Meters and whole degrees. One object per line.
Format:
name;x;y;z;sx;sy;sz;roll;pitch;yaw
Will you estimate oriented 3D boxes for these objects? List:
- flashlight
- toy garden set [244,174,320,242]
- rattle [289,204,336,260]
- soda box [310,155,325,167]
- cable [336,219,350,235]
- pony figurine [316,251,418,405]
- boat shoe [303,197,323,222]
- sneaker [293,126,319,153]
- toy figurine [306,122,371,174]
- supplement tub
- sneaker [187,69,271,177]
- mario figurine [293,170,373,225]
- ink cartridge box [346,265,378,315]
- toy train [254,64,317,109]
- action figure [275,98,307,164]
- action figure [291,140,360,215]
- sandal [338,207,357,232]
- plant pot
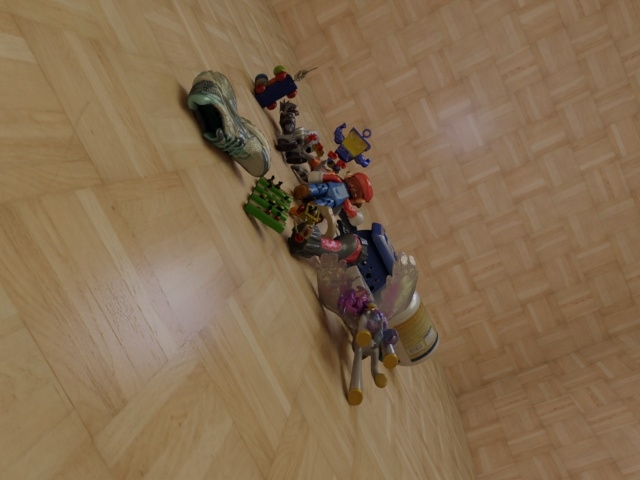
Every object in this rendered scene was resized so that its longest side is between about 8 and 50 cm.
flashlight;0.030;0.008;1.548;0.304;0.103;0.103;19;44;-52
toy garden set;-0.084;-0.083;1.345;0.203;0.049;0.244;35;20;-13
rattle;-0.022;-0.011;1.648;0.142;0.130;0.200;-18;112;-65
soda box;0.000;-0.295;2.320;0.063;0.058;0.183;50;20;-53
cable;0.112;-0.009;2.294;0.150;0.047;0.185;-73;140;-65
pony figurine;0.130;0.227;1.462;0.363;0.302;0.351;-93;-172;-68
boat shoe;-0.028;-0.136;1.882;0.152;0.056;0.049;64;17;-6
sneaker;-0.071;-0.414;2.213;0.281;0.105;0.115;-19;100;-72
toy figurine;0.143;-0.355;2.054;0.362;0.217;0.191;47;-5;3
supplement tub;0.321;0.323;2.072;0.316;0.228;0.228;61;13;-22
sneaker;-0.223;-0.248;1.215;0.283;0.110;0.122;55;33;-32
mario figurine;0.051;-0.150;1.859;0.170;0.320;0.198;22;-62;48
ink cartridge box;0.134;0.208;1.769;0.159;0.092;0.218;60;5;-25
toy train;-0.133;-0.603;1.902;0.105;0.248;0.143;53;13;-46
action figure;-0.113;-0.411;1.936;0.185;0.099;0.285;72;9;-48
action figure;-0.005;-0.230;2.075;0.341;0.178;0.330;38;-20;47
sandal;0.141;-0.112;2.576;0.254;0.054;0.097;47;22;-56
plant pot;0.185;0.070;2.026;0.236;0.212;0.236;62;12;-11
